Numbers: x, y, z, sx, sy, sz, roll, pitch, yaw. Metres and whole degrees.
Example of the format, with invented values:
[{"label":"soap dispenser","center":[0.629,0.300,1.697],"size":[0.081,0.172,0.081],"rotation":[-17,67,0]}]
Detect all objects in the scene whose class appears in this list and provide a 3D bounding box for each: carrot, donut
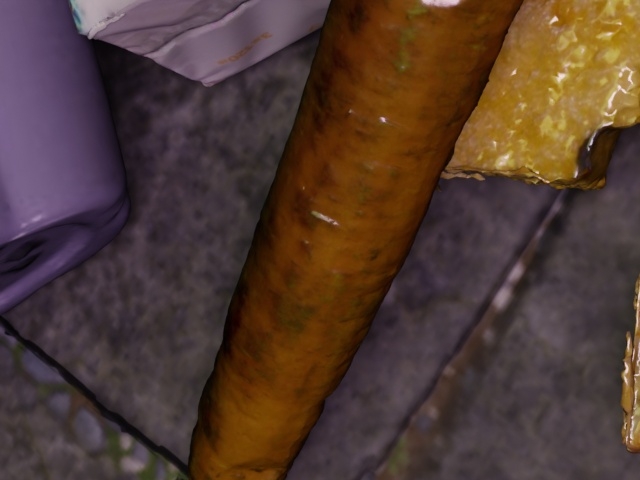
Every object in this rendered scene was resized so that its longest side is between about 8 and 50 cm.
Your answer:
[{"label":"carrot","center":[0.000,0.000,0.621],"size":[0.066,0.066,0.314],"rotation":[38,122,25]},{"label":"donut","center":[0.133,-0.023,0.587],"size":[0.146,0.078,0.181],"rotation":[-46,61,23]}]

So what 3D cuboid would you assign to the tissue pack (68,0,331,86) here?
[{"label":"tissue pack","center":[-0.005,-0.197,0.652],"size":[0.225,0.124,0.185],"rotation":[-25,73,22]}]

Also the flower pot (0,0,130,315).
[{"label":"flower pot","center":[-0.214,-0.073,0.686],"size":[0.265,0.265,0.243],"rotation":[-29,83,21]}]
